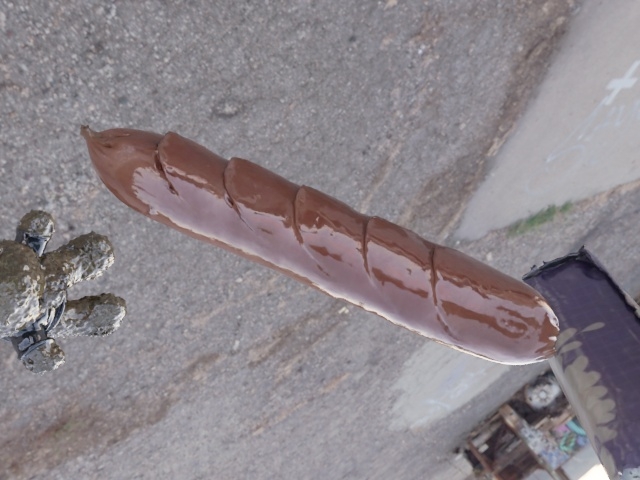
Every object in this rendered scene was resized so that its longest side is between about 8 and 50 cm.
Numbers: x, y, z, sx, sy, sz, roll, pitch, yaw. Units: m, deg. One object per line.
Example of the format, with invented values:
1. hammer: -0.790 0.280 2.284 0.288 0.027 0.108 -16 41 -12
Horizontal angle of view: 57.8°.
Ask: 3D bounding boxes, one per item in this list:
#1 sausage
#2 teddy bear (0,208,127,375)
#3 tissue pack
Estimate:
1. sausage: -0.001 0.002 0.492 0.088 0.432 0.088 -156 -90 -89
2. teddy bear: -0.329 0.066 0.677 0.129 0.182 0.251 -21 171 2
3. tissue pack: 0.362 0.194 0.672 0.125 0.344 0.242 -26 114 15
